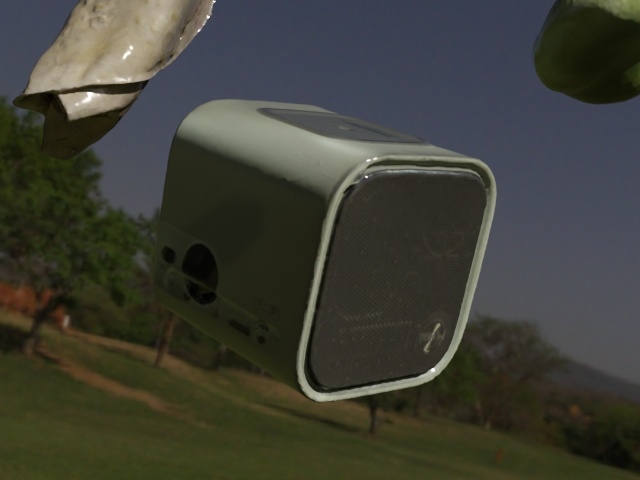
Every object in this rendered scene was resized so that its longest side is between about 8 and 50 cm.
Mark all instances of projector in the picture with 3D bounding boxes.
[{"bbox_3d":[0.000,0.000,1.104,0.248,0.248,0.249,-2,20,-45],"label":"projector"}]

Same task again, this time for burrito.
[{"bbox_3d":[-0.088,-0.141,0.578,0.060,0.226,0.087,26,-20,6],"label":"burrito"}]

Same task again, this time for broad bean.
[{"bbox_3d":[0.295,-0.212,1.094,0.169,0.100,0.228,-23,-19,-6],"label":"broad bean"}]
